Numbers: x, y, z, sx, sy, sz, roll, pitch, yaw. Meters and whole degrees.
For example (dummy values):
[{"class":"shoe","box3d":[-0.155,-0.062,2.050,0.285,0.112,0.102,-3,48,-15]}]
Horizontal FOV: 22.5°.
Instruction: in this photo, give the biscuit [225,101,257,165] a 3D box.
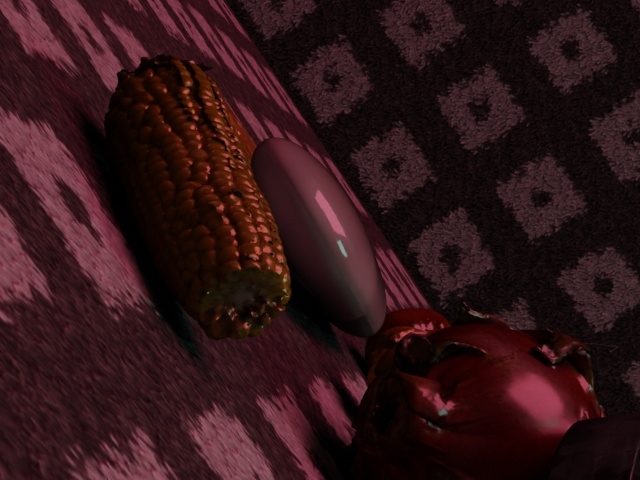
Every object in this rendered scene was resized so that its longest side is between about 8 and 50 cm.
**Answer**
[{"class":"biscuit","box3d":[-0.123,-0.139,2.056,0.160,0.030,0.249,56,6,4]}]

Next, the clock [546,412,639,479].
[{"class":"clock","box3d":[0.250,0.329,1.298,0.386,0.076,0.386,-4,90,-68]}]

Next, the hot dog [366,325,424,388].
[{"class":"hot dog","box3d":[0.160,0.241,1.719,0.337,0.100,0.135,51,16,-14]}]

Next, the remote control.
[{"class":"remote control","box3d":[0.000,0.000,1.835,0.221,0.103,0.332,61,0,18]}]

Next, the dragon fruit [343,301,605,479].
[{"class":"dragon fruit","box3d":[0.147,0.184,1.459,0.315,0.250,0.250,60,1,-45]}]

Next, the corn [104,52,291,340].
[{"class":"corn","box3d":[-0.103,-0.040,1.278,0.115,0.115,0.318,51,9,-39]}]

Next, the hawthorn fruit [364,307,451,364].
[{"class":"hawthorn fruit","box3d":[0.115,0.140,2.003,0.125,0.125,0.140,55,7,-10]}]
